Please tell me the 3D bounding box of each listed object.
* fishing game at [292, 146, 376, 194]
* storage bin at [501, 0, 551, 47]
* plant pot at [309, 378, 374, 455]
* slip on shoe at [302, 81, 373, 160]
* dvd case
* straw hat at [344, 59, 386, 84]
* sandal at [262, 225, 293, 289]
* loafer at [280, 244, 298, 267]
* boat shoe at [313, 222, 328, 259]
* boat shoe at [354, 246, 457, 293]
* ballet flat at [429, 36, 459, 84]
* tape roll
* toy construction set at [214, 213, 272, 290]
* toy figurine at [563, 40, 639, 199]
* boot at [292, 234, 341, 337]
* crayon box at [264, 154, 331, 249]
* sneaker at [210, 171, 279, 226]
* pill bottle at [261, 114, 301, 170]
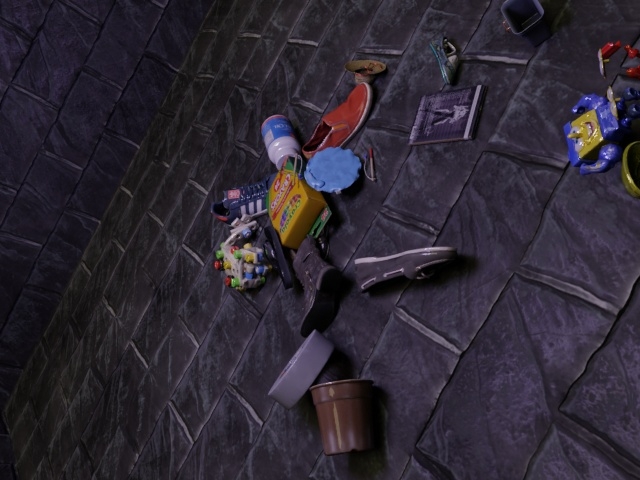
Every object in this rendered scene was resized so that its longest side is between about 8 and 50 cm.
[{"bbox_3d":[0.041,-0.220,1.741,0.264,0.041,0.189,-6,55,7],"label":"fishing game"},{"bbox_3d":[0.542,-0.573,1.436,0.098,0.091,0.135,-34,48,31],"label":"storage bin"},{"bbox_3d":[0.063,0.445,1.369,0.167,0.167,0.165,-25,62,37],"label":"plant pot"},{"bbox_3d":[0.059,-0.395,1.849,0.331,0.101,0.123,-51,40,12],"label":"slip on shoe"},{"bbox_3d":[0.359,-0.357,1.572,0.221,0.018,0.165,4,72,48],"label":"dvd case"},{"bbox_3d":[0.151,-0.562,1.860,0.144,0.144,0.061,-125,28,-46],"label":"straw hat"},{"bbox_3d":[-0.150,0.048,1.769,0.054,0.097,0.255,-15,49,-10],"label":"sandal"},{"bbox_3d":[-0.108,0.038,1.831,0.050,0.056,0.148,-47,43,10],"label":"loafer"},{"bbox_3d":[-0.001,0.001,1.751,0.048,0.042,0.133,-20,58,36],"label":"boat shoe"},{"bbox_3d":[0.221,0.080,1.433,0.335,0.112,0.096,-13,79,49],"label":"boat shoe"},{"bbox_3d":[0.376,-0.539,1.621,0.070,0.070,0.188,-33,52,31],"label":"ballet flat"},{"bbox_3d":[-0.051,0.352,1.497,0.219,0.072,0.219,-53,-3,-4],"label":"tape roll"},{"bbox_3d":[-0.281,0.049,1.936,0.328,0.151,0.215,-116,37,-52],"label":"toy construction set"},{"bbox_3d":[0.624,-0.204,1.162,0.217,0.191,0.363,128,142,-62],"label":"toy figurine"},{"bbox_3d":[-0.031,0.138,1.673,0.229,0.091,0.263,43,116,57],"label":"boot"},{"bbox_3d":[-0.083,-0.115,1.819,0.202,0.081,0.319,-59,35,27],"label":"crayon box"},{"bbox_3d":[-0.274,-0.162,2.042,0.350,0.148,0.131,-32,49,31],"label":"sneaker"},{"bbox_3d":[-0.140,-0.353,2.020,0.124,0.124,0.222,-42,46,24],"label":"pill bottle"}]
